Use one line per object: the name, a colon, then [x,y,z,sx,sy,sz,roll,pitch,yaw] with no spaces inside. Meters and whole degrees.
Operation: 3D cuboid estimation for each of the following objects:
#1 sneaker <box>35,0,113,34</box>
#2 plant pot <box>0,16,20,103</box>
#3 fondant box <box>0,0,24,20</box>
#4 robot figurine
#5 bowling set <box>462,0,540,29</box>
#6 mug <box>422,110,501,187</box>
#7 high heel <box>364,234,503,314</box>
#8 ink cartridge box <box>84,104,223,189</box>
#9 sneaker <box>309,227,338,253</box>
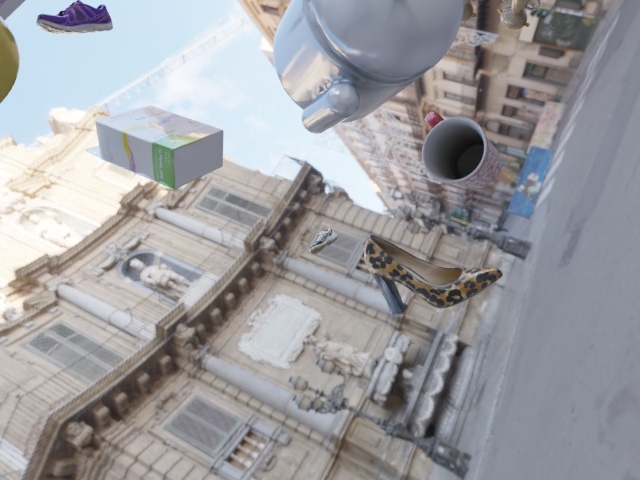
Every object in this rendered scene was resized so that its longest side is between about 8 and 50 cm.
sneaker: [-0.556,-0.504,1.055,0.169,0.068,0.071,-34,-55,-46]
plant pot: [-0.633,-0.331,0.693,0.254,0.253,0.239,-63,0,-17]
fondant box: [-0.722,-0.602,0.894,0.330,0.096,0.239,55,-130,-47]
robot figurine: [0.055,-0.290,0.643,0.353,0.199,0.300,-11,60,70]
bowling set: [0.314,-0.534,0.905,0.200,0.286,0.154,-51,-18,-19]
mug: [0.270,-0.170,0.870,0.169,0.113,0.151,3,-101,-57]
high heel: [0.221,0.045,0.969,0.186,0.261,0.093,64,-151,-11]
ink cartridge box: [-0.473,-0.280,1.314,0.207,0.353,0.119,-42,-33,-50]
sneaker: [0.000,0.000,1.033,0.083,0.037,0.032,-31,-13,-38]
